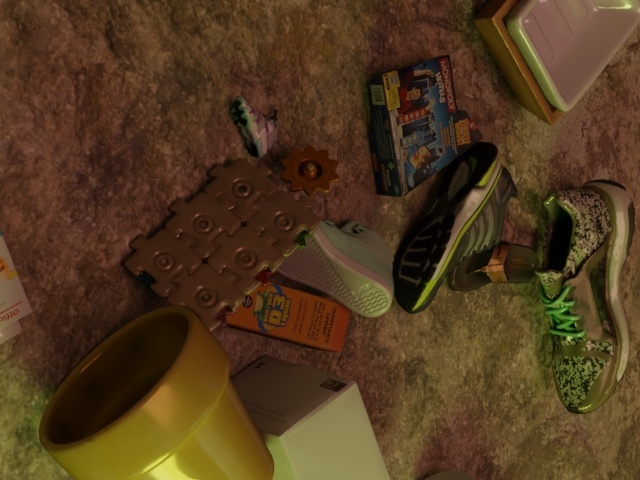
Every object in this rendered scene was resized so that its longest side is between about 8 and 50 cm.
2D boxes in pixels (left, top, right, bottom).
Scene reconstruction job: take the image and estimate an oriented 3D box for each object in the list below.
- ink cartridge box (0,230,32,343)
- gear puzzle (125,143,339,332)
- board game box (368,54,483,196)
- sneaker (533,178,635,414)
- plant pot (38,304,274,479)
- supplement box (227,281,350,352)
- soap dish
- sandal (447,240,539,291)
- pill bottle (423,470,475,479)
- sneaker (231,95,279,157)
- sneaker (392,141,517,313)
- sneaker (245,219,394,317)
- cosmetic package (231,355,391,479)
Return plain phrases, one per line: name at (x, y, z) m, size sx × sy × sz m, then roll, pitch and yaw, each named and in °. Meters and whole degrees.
ink cartridge box at (-0.428, 0.062, 1.681) m, size 0.104 × 0.062 × 0.181 m, roll -31°, pitch 115°, yaw -32°
gear puzzle at (-0.106, -0.022, 1.897) m, size 0.339 × 0.175 × 0.044 m, roll -45°, pitch 163°, yaw -24°
board game box at (0.164, -0.187, 2.136) m, size 0.194 × 0.060 × 0.194 m, roll -21°, pitch 108°, yaw -37°
sneaker at (0.421, 0.091, 2.335) m, size 0.182 × 0.158 × 0.410 m, roll 6°, pitch 84°, yaw -38°
plant pot at (-0.191, 0.252, 1.756) m, size 0.254 × 0.254 × 0.239 m, roll -49°, pitch 114°, yaw -24°
supplement box at (-0.069, 0.103, 1.972) m, size 0.233 × 0.080 × 0.078 m, roll 17°, pitch 83°, yaw -37°
soap dish at (0.394, -0.372, 2.264) m, size 0.291 × 0.118 × 0.229 m, roll -50°, pitch 123°, yaw -23°
sandal at (0.298, 0.044, 2.277) m, size 0.219 × 0.060 × 0.090 m, roll 3°, pitch 93°, yaw -40°
pill bottle at (0.231, 0.501, 2.236) m, size 0.131 × 0.131 × 0.229 m, roll -30°, pitch 113°, yaw -33°
sneaker at (-0.087, -0.175, 1.950) m, size 0.069 × 0.038 × 0.098 m, roll -40°, pitch 128°, yaw -30°
sneaker at (0.225, -0.005, 2.167) m, size 0.121 × 0.111 × 0.300 m, roll 39°, pitch 78°, yaw -33°
sneaker at (0.000, 0.001, 2.026) m, size 0.256 × 0.094 × 0.151 m, roll 36°, pitch 27°, yaw -13°
cosmetic package at (-0.009, 0.375, 1.971) m, size 0.156 × 0.217 × 0.385 m, roll -35°, pitch 115°, yaw -31°
